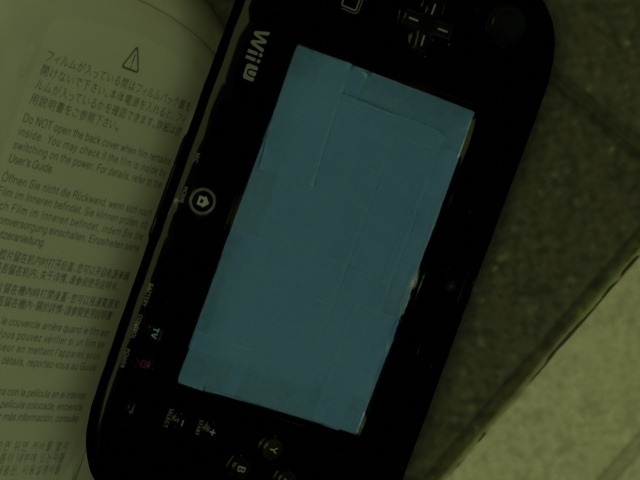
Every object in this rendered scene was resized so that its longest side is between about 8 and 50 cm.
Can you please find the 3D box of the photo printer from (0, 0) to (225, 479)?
[{"bbox_3d":[-0.162,-0.010,0.750,0.107,0.256,0.307,22,94,29],"label":"photo printer"}]

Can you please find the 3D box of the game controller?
[{"bbox_3d":[0.000,0.000,0.785,0.166,0.067,0.319,18,93,-27],"label":"game controller"}]
